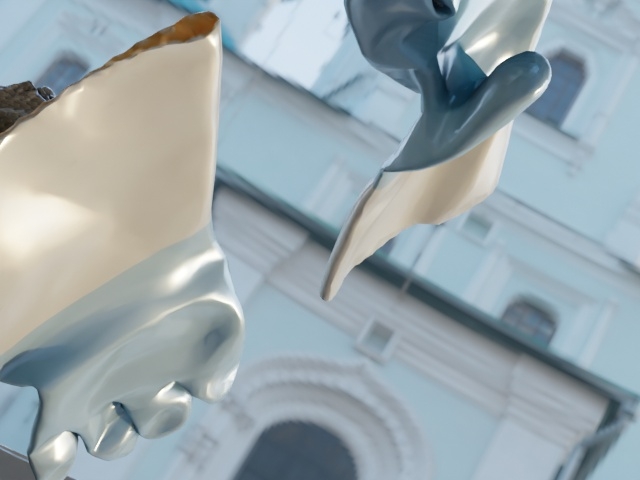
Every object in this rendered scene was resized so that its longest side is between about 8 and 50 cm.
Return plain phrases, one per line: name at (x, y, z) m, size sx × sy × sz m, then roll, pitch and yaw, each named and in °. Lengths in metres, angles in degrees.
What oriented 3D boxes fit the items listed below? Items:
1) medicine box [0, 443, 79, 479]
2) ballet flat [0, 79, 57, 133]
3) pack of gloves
medicine box at (-0.278, 0.322, 1.156) m, size 0.149 × 0.263 × 0.289 m, roll 21°, pitch -31°, yaw 14°
ballet flat at (-0.253, -0.080, 0.894) m, size 0.250 × 0.058 × 0.084 m, roll 10°, pitch -17°, yaw -7°
pack of gloves at (0.000, 0.000, 0.417) m, size 0.046 × 0.195 × 0.232 m, roll 49°, pitch -15°, yaw 16°
